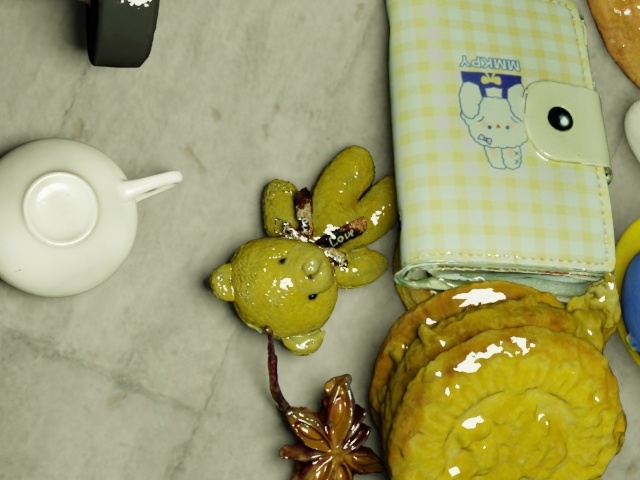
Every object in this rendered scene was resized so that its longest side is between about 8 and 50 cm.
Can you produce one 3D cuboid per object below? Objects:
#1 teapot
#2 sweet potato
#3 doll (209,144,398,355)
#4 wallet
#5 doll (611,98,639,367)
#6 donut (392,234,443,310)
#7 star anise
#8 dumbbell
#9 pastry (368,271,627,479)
[{"bbox_3d":[-0.227,-0.024,1.525,0.226,0.092,0.145,-17,89,-17],"label":"teapot"},{"bbox_3d":[0.292,-0.265,1.662,0.097,0.097,0.251,-18,102,-14],"label":"sweet potato"},{"bbox_3d":[0.000,0.000,1.570,0.137,0.097,0.209,39,72,-7],"label":"doll"},{"bbox_3d":[0.166,-0.100,1.595,0.223,0.077,0.309,4,67,-12],"label":"wallet"},{"bbox_3d":[0.361,0.006,1.582,0.243,0.159,0.311,-20,85,-42],"label":"doll"},{"bbox_3d":[0.144,0.031,1.617,0.152,0.058,0.152,2,82,-11],"label":"donut"},{"bbox_3d":[-0.008,0.161,1.553,0.097,0.070,0.190,-23,113,-12],"label":"star anise"},{"bbox_3d":[-0.257,-0.231,1.503,0.218,0.152,0.152,1,84,-13],"label":"dumbbell"},{"bbox_3d":[0.165,0.161,1.528,0.235,0.132,0.240,-4,123,-3],"label":"pastry"}]
